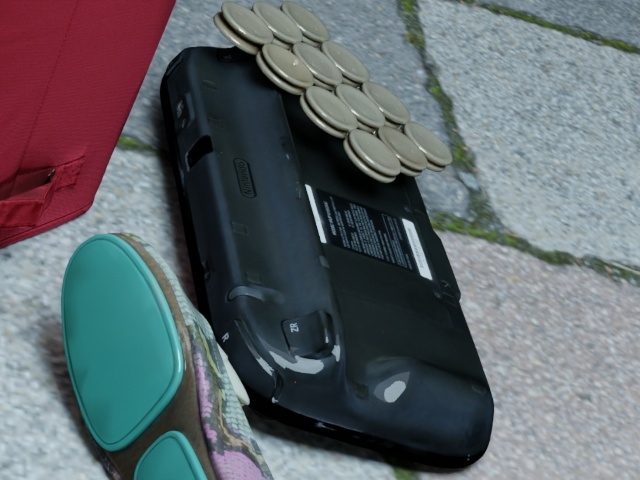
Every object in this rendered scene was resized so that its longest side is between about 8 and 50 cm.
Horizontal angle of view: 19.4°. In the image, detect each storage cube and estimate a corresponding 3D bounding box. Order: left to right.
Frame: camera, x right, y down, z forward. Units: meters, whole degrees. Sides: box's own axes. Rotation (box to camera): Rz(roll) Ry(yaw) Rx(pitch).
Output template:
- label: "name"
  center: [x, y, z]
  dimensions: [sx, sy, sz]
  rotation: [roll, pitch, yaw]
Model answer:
- label: "storage cube"
  center: [-0.200, -0.118, 0.926]
  dimensions: [0.215, 0.193, 0.183]
  rotation: [36, 32, 17]

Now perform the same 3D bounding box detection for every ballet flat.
- label: "ballet flat"
  center: [-0.057, 0.091, 0.850]
  dimensions: [0.079, 0.077, 0.221]
  rotation: [23, 30, -44]

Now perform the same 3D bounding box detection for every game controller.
- label: "game controller"
  center: [0.000, 0.000, 1.046]
  dimensions: [0.166, 0.067, 0.319]
  rotation: [27, 28, -28]

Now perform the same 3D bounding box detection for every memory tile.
- label: "memory tile"
  center: [0.008, -0.090, 1.114]
  dimensions: [0.148, 0.012, 0.113]
  rotation: [46, 24, 13]
